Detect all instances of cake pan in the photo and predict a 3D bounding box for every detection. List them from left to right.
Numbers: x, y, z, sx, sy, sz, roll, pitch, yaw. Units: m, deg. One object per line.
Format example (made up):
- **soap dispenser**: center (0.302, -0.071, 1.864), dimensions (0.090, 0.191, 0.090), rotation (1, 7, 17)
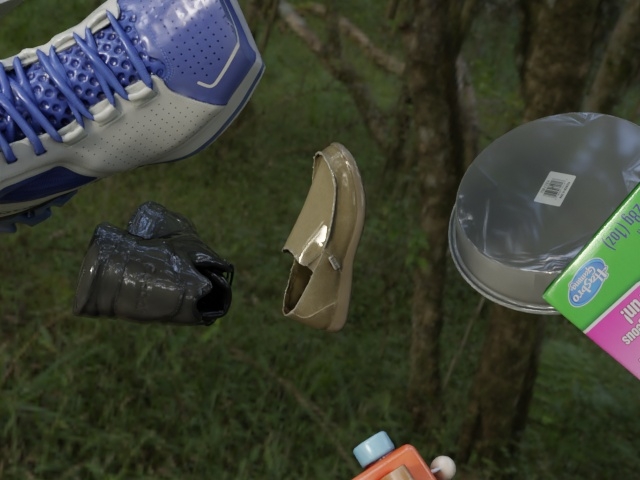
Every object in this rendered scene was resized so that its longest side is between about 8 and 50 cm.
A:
- **cake pan**: center (0.288, -0.045, 1.303), dimensions (0.293, 0.054, 0.293), rotation (-13, 46, 15)

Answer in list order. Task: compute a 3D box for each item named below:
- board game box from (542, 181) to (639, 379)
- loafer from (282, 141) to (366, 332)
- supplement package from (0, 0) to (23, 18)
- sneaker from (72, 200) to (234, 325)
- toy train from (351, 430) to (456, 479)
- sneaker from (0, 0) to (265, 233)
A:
- **board game box**: center (0.365, 0.053, 0.814), dimensions (0.316, 0.242, 0.064), rotation (40, 13, 9)
- **loafer**: center (0.000, 0.000, 0.826), dimensions (0.050, 0.148, 0.056), rotation (-2, 12, -22)
- **supplement package**: center (-0.389, -0.269, 1.143), dimensions (0.105, 0.105, 0.179), rotation (-30, 13, -32)
- **sneaker**: center (-0.143, 0.035, 1.056), dimensions (0.130, 0.109, 0.286), rotation (16, 11, 1)
- **toy train**: center (0.039, 0.173, 0.490), dimensions (0.125, 0.046, 0.166), rotation (-24, 74, -18)
- **sneaker**: center (-0.203, -0.091, 0.808), dimensions (0.128, 0.315, 0.182), rotation (63, 21, 5)
